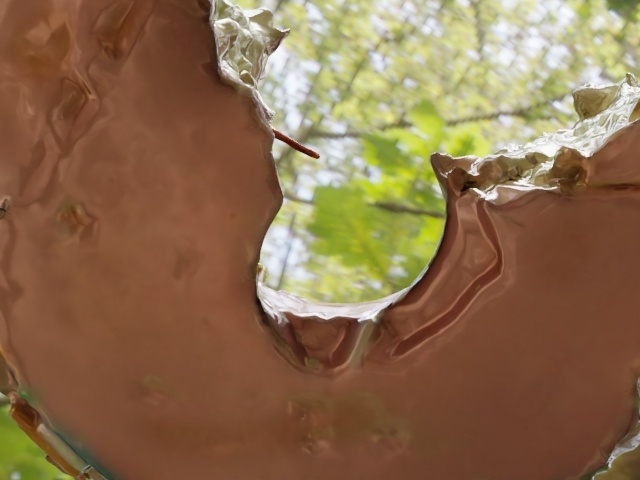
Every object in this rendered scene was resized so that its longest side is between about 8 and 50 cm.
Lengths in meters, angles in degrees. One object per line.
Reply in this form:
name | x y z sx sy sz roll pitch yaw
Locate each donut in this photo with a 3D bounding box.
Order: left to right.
donut | 0.000 0.000 0.541 0.233 0.085 0.199 25 -71 -7
